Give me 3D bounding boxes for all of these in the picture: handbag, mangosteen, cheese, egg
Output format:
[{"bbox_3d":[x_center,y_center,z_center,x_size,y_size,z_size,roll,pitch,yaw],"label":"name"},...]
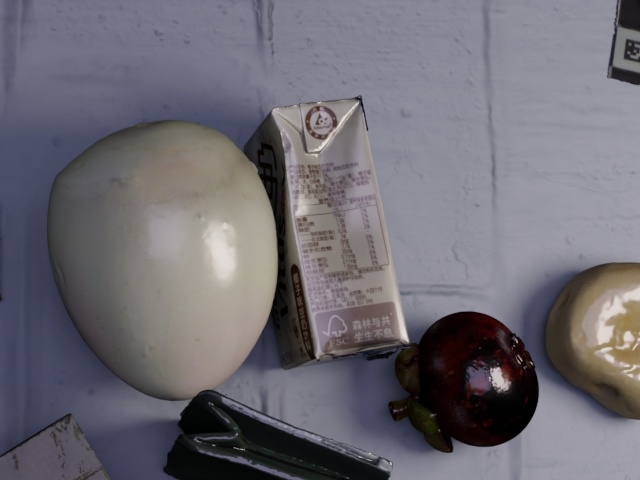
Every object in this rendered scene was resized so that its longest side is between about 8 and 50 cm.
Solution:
[{"bbox_3d":[-0.056,0.277,1.645,0.260,0.247,0.079,22,70,-4],"label":"handbag"},{"bbox_3d":[0.182,0.190,1.750,0.200,0.200,0.200,2,80,-9],"label":"mangosteen"},{"bbox_3d":[0.424,0.131,1.818,0.235,0.117,0.218,-18,85,-9],"label":"cheese"},{"bbox_3d":[-0.187,0.023,1.650,0.283,0.283,0.345,-13,91,-11],"label":"egg"}]

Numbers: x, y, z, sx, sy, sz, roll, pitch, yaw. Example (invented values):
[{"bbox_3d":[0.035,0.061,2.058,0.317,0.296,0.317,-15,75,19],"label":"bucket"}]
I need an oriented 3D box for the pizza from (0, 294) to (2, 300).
[{"bbox_3d":[-0.458,-0.008,1.713,0.178,0.041,0.131,43,51,-33],"label":"pizza"}]

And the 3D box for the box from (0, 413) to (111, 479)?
[{"bbox_3d":[-0.324,0.306,1.601,0.149,0.231,0.155,-31,86,-13],"label":"box"}]

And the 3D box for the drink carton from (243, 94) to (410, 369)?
[{"bbox_3d":[0.000,0.001,1.726,0.132,0.194,0.324,-8,81,-16],"label":"drink carton"}]

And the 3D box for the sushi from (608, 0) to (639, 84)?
[{"bbox_3d":[0.612,-0.375,1.965,0.343,0.064,0.359,12,78,-7],"label":"sushi"}]
